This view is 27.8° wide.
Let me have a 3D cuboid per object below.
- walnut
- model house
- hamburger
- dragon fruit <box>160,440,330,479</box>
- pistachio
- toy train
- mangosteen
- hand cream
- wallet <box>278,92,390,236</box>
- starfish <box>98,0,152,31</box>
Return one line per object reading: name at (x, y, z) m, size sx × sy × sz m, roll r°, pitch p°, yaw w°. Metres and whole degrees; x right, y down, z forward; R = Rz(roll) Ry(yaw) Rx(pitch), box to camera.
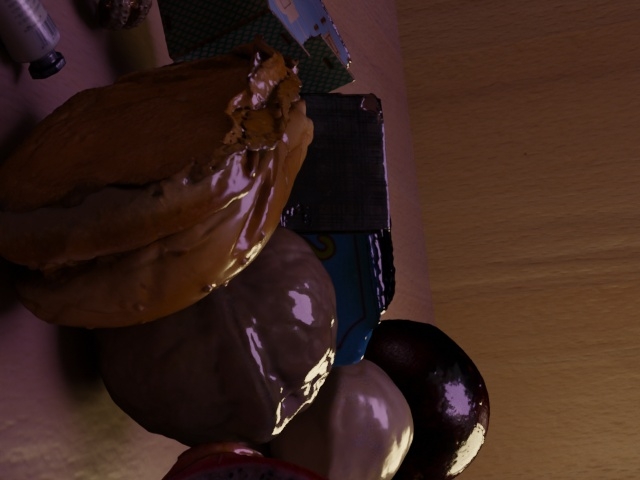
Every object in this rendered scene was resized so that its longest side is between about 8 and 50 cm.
walnut at (-0.103, 0.087, 1.286) m, size 0.248 × 0.248 × 0.248 m, roll -8°, pitch 90°, yaw -78°
model house at (-0.095, -0.252, 1.484) m, size 0.271 × 0.178 × 0.206 m, roll 65°, pitch 19°, yaw -15°
hamburger at (-0.142, -0.048, 1.125) m, size 0.318 × 0.319 × 0.158 m, roll -78°, pitch 145°, yaw -57°
dragon fruit at (-0.065, 0.359, 1.235) m, size 0.226 × 0.305 × 0.305 m, roll 72°, pitch 14°, yaw -64°
pistachio at (0.026, 0.290, 1.856) m, size 0.332 × 0.208 × 0.226 m, roll 92°, pitch 6°, yaw -54°
toy train at (-0.044, -0.002, 1.575) m, size 0.188 × 0.265 × 0.300 m, roll -50°, pitch 132°, yaw -77°
mangosteen at (0.129, 0.275, 2.143) m, size 0.293 × 0.297 × 0.297 m, roll -16°, pitch 98°, yaw -61°
hand cream at (-0.292, -0.245, 1.141) m, size 0.080 × 0.050 × 0.234 m, roll -82°, pitch 155°, yaw -49°
wallet at (-0.079, -0.084, 1.411) m, size 0.044 × 0.317 × 0.169 m, roll 145°, pitch -57°, yaw -69°
starfish at (-0.226, -0.385, 1.379) m, size 0.312 × 0.113 × 0.303 m, roll 79°, pitch 11°, yaw -57°
